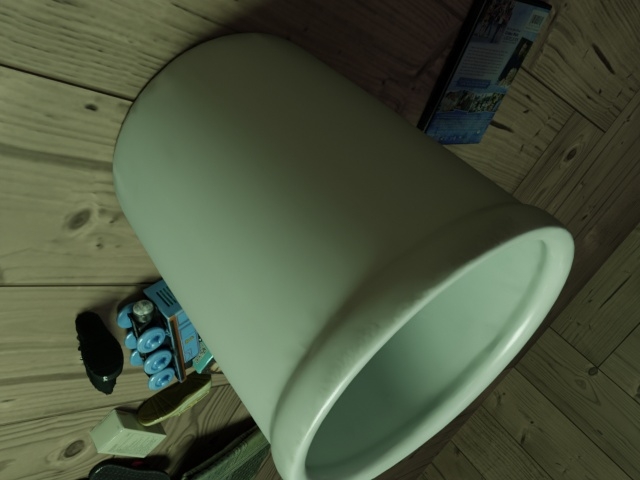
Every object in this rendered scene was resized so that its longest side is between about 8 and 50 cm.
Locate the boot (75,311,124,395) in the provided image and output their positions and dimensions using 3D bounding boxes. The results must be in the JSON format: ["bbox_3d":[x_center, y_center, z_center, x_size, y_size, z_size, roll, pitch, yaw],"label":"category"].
[{"bbox_3d":[-0.281,0.160,0.719,0.045,0.121,0.099,-18,133,-30],"label":"boot"}]

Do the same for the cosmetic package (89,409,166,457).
[{"bbox_3d":[-0.317,0.322,0.929,0.060,0.041,0.115,-42,147,-1],"label":"cosmetic package"}]

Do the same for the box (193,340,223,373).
[{"bbox_3d":[-0.113,0.179,0.970,0.100,0.060,0.244,-51,147,11],"label":"box"}]

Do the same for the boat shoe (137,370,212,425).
[{"bbox_3d":[-0.242,0.274,0.949,0.135,0.050,0.045,-28,139,-23],"label":"boat shoe"}]

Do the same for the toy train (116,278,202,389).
[{"bbox_3d":[-0.218,0.136,0.796,0.105,0.080,0.184,-31,145,-30],"label":"toy train"}]

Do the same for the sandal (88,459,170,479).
[{"bbox_3d":[-0.347,0.431,1.031,0.067,0.040,0.179,-49,133,-2],"label":"sandal"}]

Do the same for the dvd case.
[{"bbox_3d":[0.258,-0.269,0.904,0.180,0.022,0.253,-10,134,-40],"label":"dvd case"}]

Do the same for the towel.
[{"bbox_3d":[-0.227,0.525,1.209,0.324,0.056,0.312,-17,138,-55],"label":"towel"}]

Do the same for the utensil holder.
[{"bbox_3d":[0.000,0.000,0.593,0.327,0.385,0.328,-28,145,-22],"label":"utensil holder"}]
